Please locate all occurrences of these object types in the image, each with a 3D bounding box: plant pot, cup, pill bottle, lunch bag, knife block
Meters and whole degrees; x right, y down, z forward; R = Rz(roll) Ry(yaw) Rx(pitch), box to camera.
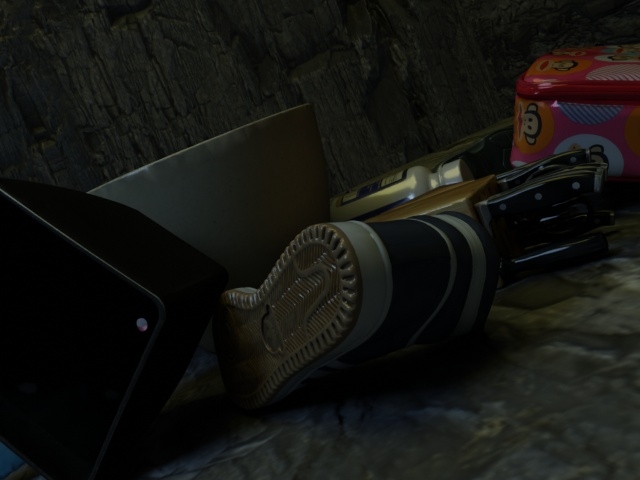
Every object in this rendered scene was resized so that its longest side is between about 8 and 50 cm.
[{"bbox_3d":[-0.189,0.064,0.548,0.188,0.187,0.167,-63,-15,17],"label":"plant pot"},{"bbox_3d":[-0.119,0.000,0.812,0.331,0.237,0.331,-22,8,3],"label":"cup"},{"bbox_3d":[0.117,-0.037,0.861,0.187,0.112,0.112,-20,7,25],"label":"pill bottle"},{"bbox_3d":[0.359,-0.145,0.691,0.258,0.120,0.293,8,26,26],"label":"lunch bag"},{"bbox_3d":[0.122,0.004,0.592,0.276,0.088,0.242,-24,5,-11],"label":"knife block"}]

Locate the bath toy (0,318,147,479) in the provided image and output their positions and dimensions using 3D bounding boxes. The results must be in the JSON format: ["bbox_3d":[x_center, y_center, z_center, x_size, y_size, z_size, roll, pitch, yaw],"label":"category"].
[{"bbox_3d":[-0.276,0.146,0.749,0.129,0.151,0.348,-59,0,10],"label":"bath toy"}]

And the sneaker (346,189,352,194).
[{"bbox_3d":[0.106,-0.066,1.220,0.224,0.098,0.083,-26,7,-21],"label":"sneaker"}]

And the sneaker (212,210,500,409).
[{"bbox_3d":[0.019,0.058,0.503,0.153,0.099,0.282,-9,-17,-30],"label":"sneaker"}]

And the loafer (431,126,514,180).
[{"bbox_3d":[0.275,-0.126,1.087,0.267,0.096,0.084,-20,-2,-30],"label":"loafer"}]
